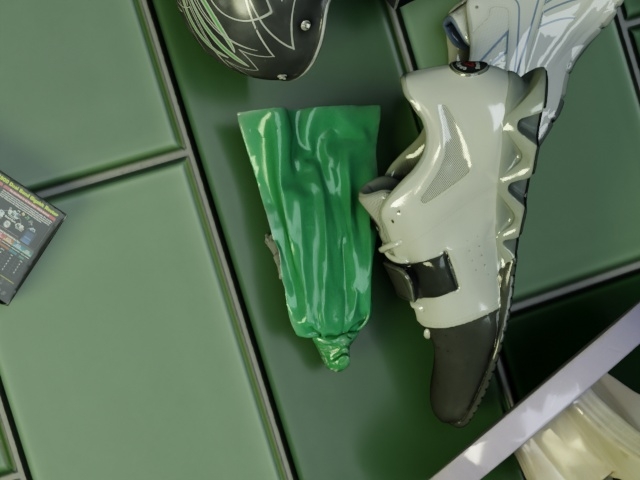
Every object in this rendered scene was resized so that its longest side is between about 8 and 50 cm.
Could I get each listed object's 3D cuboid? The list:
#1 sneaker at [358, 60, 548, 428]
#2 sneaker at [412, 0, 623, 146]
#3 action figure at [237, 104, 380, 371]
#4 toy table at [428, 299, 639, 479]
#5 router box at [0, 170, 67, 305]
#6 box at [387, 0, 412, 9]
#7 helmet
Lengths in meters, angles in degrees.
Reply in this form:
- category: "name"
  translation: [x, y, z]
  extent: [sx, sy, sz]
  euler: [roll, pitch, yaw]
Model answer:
- category: "sneaker"
  translation: [0.102, 0.001, 1.524]
  extent: [0.146, 0.122, 0.330]
  euler: [6, 107, 0]
- category: "sneaker"
  translation: [0.190, -0.206, 1.588]
  extent: [0.129, 0.111, 0.297]
  euler: [31, 77, -8]
- category: "action figure"
  translation: [0.000, 0.000, 1.535]
  extent: [0.137, 0.063, 0.232]
  euler: [-5, 84, -20]
- category: "toy table"
  translation: [0.244, 0.184, 1.521]
  extent: [0.274, 0.252, 0.161]
  euler: [-38, 82, -10]
- category: "router box"
  translation: [-0.287, -0.016, 1.458]
  extent: [0.122, 0.038, 0.092]
  euler: [35, 78, -13]
- category: "box"
  translation: [0.093, -0.314, 1.542]
  extent: [0.156, 0.093, 0.158]
  euler: [-28, 72, -17]
- category: "helmet"
  translation: [-0.047, -0.224, 1.484]
  extent: [0.161, 0.169, 0.169]
  euler: [-43, 100, -31]
